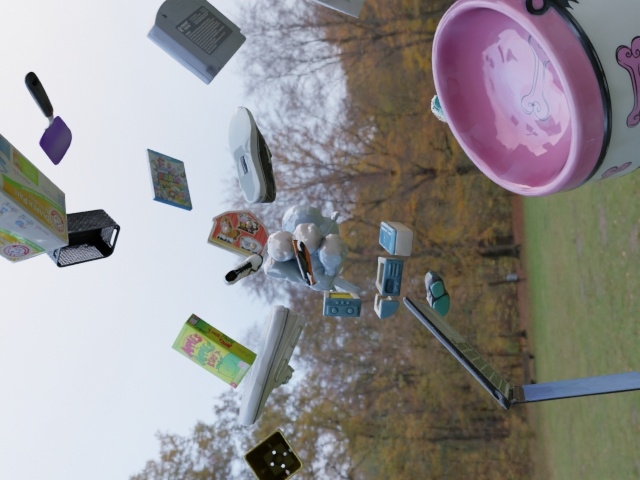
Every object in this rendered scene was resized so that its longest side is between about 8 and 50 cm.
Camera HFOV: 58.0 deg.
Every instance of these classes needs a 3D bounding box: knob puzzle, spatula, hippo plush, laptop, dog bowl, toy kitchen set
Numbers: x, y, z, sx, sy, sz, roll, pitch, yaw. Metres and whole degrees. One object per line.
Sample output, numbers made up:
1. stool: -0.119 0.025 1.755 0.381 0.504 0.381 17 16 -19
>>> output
1. knob puzzle: -0.233 -0.033 1.730 0.030 0.213 0.213 -60 7 40
2. spatula: -0.535 -0.243 1.134 0.296 0.030 0.084 131 163 -67
3. hippo plush: 0.000 0.000 1.597 0.294 0.234 0.237 27 -135 -17
4. laptop: 0.417 0.199 1.158 0.408 0.236 0.382 47 -174 20
5. dog bowl: 0.341 -0.252 0.937 0.408 0.150 0.408 57 167 21
6. toy kitchen set: 0.095 0.067 1.238 0.122 0.166 0.207 -123 36 -78

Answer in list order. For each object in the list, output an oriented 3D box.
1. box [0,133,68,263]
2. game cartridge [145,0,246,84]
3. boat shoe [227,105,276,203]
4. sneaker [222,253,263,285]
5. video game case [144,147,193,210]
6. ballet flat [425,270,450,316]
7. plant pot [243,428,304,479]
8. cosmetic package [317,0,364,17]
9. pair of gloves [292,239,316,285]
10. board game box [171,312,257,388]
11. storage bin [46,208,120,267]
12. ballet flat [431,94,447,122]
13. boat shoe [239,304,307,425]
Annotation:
1. box: -0.496 -0.065 0.900 0.203 0.103 0.114 68 -176 -61
2. game cartridge: -0.296 -0.496 1.383 0.196 0.060 0.294 41 -148 -18
3. boat shoe: -0.147 -0.185 1.266 0.070 0.077 0.220 -2 -102 -51
4. sneaker: -0.177 0.069 1.333 0.040 0.109 0.044 54 171 3
5. video game case: -0.404 -0.162 1.539 0.119 0.015 0.166 17 -134 -46
6. ballet flat: 0.372 0.167 1.855 0.203 0.074 0.074 66 -153 -47
7. plant pot: -0.080 0.400 1.051 0.081 0.081 0.083 51 171 17
8. cosmetic package: -0.022 -0.577 0.983 0.377 0.097 0.285 -4 -58 -49
9. pair of gloves: -0.023 0.035 0.901 0.083 0.010 0.074 14 -121 -80
10. board game box: -0.247 0.258 1.344 0.092 0.181 0.043 -56 2 31
11. storage bin: -0.668 -0.009 1.615 0.180 0.084 0.122 -17 -40 -53
12. ballet flat: 0.405 -0.323 1.534 0.091 0.241 0.077 -55 -20 -4
13. boat shoe: -0.083 0.235 1.057 0.083 0.075 0.226 -168 96 -76
